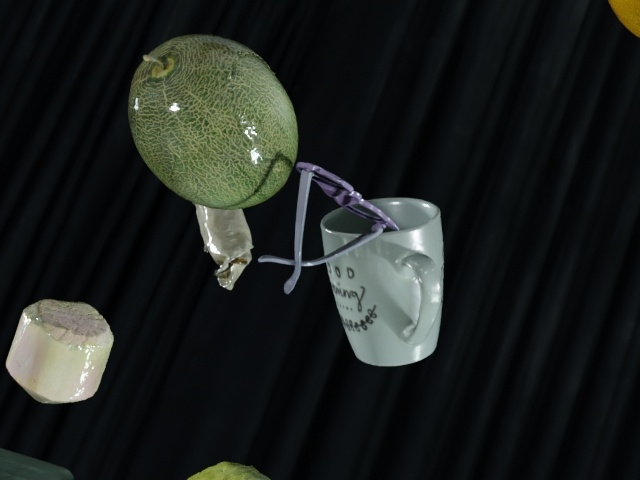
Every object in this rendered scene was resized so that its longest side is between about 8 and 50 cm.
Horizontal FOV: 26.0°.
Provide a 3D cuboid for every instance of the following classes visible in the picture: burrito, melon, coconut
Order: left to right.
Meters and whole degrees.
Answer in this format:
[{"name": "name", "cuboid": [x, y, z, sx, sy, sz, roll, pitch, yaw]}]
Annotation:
[{"name": "coconut", "cuboid": [-0.391, 0.174, 2.069, 0.147, 0.152, 0.147, 19, -158, -8]}, {"name": "melon", "cuboid": [-0.095, -0.104, 1.203, 0.139, 0.139, 0.192, 8, 153, 37]}, {"name": "burrito", "cuboid": [-0.142, -0.026, 1.973, 0.060, 0.226, 0.087, 4, 133, -25]}]

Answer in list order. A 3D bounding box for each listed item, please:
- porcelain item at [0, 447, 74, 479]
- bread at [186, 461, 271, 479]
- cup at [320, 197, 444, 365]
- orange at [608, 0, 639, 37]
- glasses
[{"name": "porcelain item", "cuboid": [-0.451, 0.345, 1.649, 0.286, 0.157, 0.281, 10, -175, 27]}, {"name": "bread", "cuboid": [-0.120, 0.435, 1.567, 0.348, 0.308, 0.348, 49, 167, 16]}, {"name": "cup", "cuboid": [0.120, 0.077, 2.155, 0.186, 0.234, 0.258, -14, -163, -18]}, {"name": "orange", "cuboid": [0.328, -0.246, 1.221, 0.159, 0.159, 0.136, 36, 173, -41]}, {"name": "glasses", "cuboid": [0.000, 0.000, 1.218, 0.063, 0.103, 0.140, 21, 169, 35]}]
